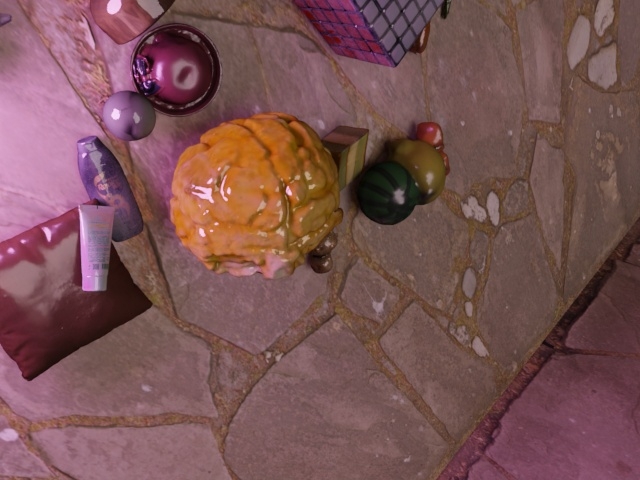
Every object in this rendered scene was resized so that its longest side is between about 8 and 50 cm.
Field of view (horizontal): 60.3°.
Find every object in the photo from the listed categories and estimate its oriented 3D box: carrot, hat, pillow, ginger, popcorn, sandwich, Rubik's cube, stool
[{"bbox_3d":[0.284,-0.649,1.541,0.059,0.059,0.248,-9,111,-36],"label":"carrot"},{"bbox_3d":[-0.299,-0.362,1.179,0.205,0.089,0.205,-16,118,-32],"label":"hat"},{"bbox_3d":[-0.551,0.100,1.163,0.305,0.108,0.308,-33,124,-26],"label":"pillow"},{"bbox_3d":[0.000,0.000,1.577,0.104,0.080,0.204,-12,116,-7],"label":"ginger"},{"bbox_3d":[-0.143,-0.102,1.243,0.354,0.344,0.390,13,106,-47],"label":"popcorn"},{"bbox_3d":[0.083,-0.210,1.510,0.117,0.144,0.187,-41,128,-15],"label":"sandwich"},{"bbox_3d":[0.114,-0.587,1.301,0.237,0.237,0.238,-56,138,-5],"label":"Rubik's cube"},{"bbox_3d":[-0.401,-0.511,0.976,0.179,0.179,0.264,-52,131,-9],"label":"stool"}]

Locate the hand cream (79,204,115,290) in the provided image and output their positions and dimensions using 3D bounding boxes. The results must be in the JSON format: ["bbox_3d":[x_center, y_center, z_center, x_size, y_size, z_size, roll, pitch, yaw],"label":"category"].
[{"bbox_3d":[-0.459,0.015,1.129,0.076,0.047,0.174,2,90,-47],"label":"hand cream"}]

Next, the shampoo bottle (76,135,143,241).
[{"bbox_3d":[-0.456,-0.110,1.187,0.087,0.049,0.234,-27,123,-23],"label":"shampoo bottle"}]

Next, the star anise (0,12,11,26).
[{"bbox_3d":[-0.636,-0.361,0.911,0.229,0.093,0.236,-24,120,-28],"label":"star anise"}]

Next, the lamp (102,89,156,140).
[{"bbox_3d":[-0.394,-0.257,1.138,0.105,0.105,0.105,-16,118,-33],"label":"lamp"}]

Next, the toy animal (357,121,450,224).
[{"bbox_3d":[0.261,-0.182,1.629,0.338,0.191,0.216,-39,129,-19],"label":"toy animal"}]

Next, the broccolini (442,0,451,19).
[{"bbox_3d":[0.370,-0.748,1.584,0.074,0.058,0.201,-2,126,-23],"label":"broccolini"}]
